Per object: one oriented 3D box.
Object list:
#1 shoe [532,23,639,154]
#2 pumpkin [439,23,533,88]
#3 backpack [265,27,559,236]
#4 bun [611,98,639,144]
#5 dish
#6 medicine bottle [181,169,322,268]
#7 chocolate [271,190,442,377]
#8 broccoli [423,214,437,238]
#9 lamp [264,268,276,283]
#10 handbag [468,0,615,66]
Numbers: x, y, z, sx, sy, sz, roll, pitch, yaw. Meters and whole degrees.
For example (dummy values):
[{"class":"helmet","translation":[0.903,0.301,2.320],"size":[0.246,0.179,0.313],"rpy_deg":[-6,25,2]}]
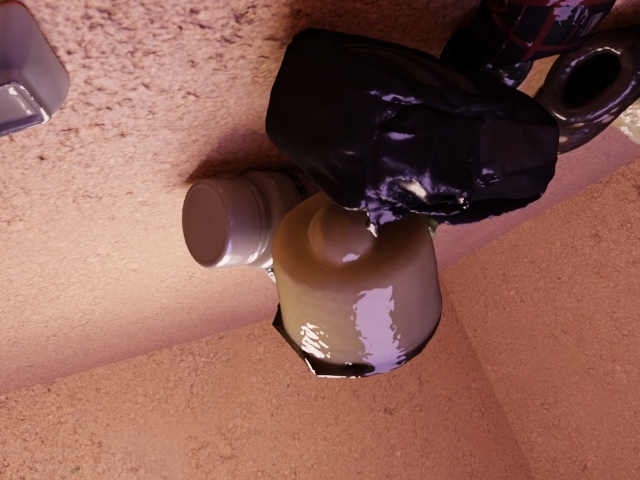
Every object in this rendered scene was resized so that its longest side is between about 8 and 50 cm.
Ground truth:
[{"class":"shoe","translation":[0.579,-0.319,1.226],"size":[0.237,0.171,0.384],"rpy_deg":[-19,165,-37]},{"class":"pumpkin","translation":[0.290,-0.312,0.946],"size":[0.167,0.125,0.167],"rpy_deg":[-15,174,-2]},{"class":"backpack","translation":[0.151,-0.153,0.813],"size":[0.446,0.363,0.254],"rpy_deg":[2,119,-26]},{"class":"bun","translation":[0.821,-0.341,1.375],"size":[0.259,0.259,0.160],"rpy_deg":[-13,150,-32]},{"class":"dish","translation":[-0.397,-0.161,0.597],"size":[0.213,0.077,0.151],"rpy_deg":[-20,165,-10]},{"class":"medicine bottle","translation":[-0.102,-0.047,1.149],"size":[0.340,0.208,0.208],"rpy_deg":[-8,159,-43]},{"class":"chocolate","translation":[0.056,0.037,0.990],"size":[0.314,0.297,0.326],"rpy_deg":[-26,-148,-18]},{"class":"broccoli","translation":[0.211,-0.117,1.274],"size":[0.270,0.270,0.270],"rpy_deg":[-1,147,-1]},{"class":"lamp","translation":[-0.033,0.013,1.453],"size":[0.272,0.205,0.374],"rpy_deg":[-25,176,-4]},{"class":"handbag","translation":[0.324,-0.357,0.765],"size":[0.169,0.155,0.215],"rpy_deg":[-13,155,-11]}]
